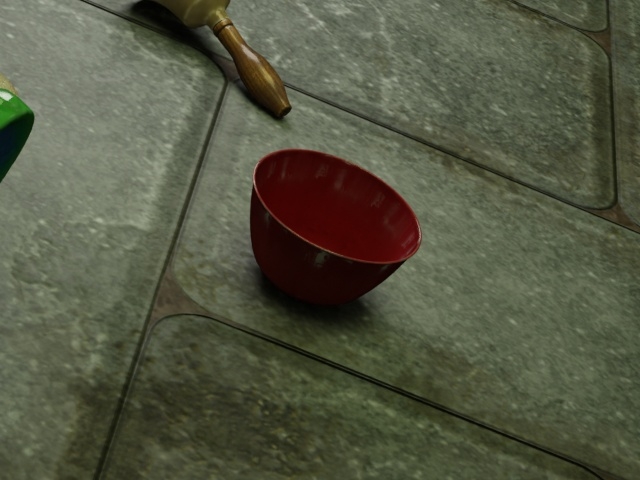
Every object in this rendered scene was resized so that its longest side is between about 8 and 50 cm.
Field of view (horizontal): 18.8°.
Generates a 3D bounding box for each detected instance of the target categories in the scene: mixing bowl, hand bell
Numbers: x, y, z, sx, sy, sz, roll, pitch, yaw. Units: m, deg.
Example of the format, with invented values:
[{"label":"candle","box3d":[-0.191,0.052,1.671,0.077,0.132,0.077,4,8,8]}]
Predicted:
[{"label":"mixing bowl","box3d":[0.000,0.000,1.942,0.181,0.098,0.181,19,33,-13]},{"label":"hand bell","box3d":[-0.107,-0.239,2.238,0.126,0.126,0.242,-16,62,-48]}]

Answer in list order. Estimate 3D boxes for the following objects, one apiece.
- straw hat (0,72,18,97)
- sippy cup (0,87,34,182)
[{"label":"straw hat","box3d":[-0.369,-0.184,1.982,0.144,0.061,0.144,19,31,-12]},{"label":"sippy cup","box3d":[-0.398,-0.089,1.620,0.224,0.305,0.240,40,44,2]}]
